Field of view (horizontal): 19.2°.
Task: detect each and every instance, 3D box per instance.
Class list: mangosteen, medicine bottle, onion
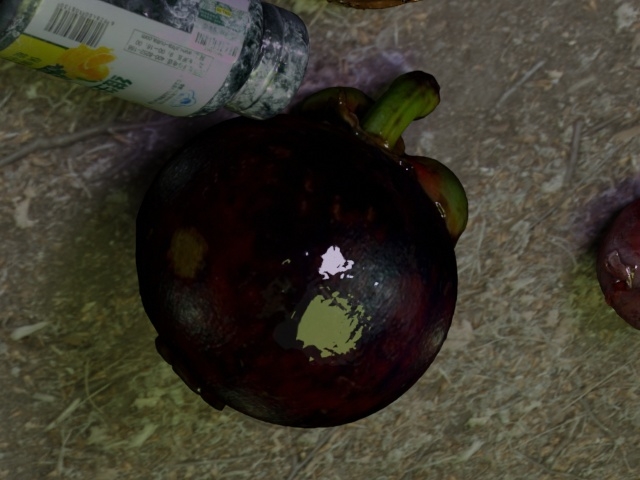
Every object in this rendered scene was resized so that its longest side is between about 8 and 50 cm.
[{"bbox_3d":[0.000,0.000,1.723,0.359,0.306,0.306,-46,134,5],"label":"mangosteen"},{"bbox_3d":[-0.150,-0.187,1.579,0.293,0.141,0.141,16,123,-36],"label":"medicine bottle"},{"bbox_3d":[0.373,0.031,2.048,0.159,0.159,0.195,-21,166,-5],"label":"onion"}]

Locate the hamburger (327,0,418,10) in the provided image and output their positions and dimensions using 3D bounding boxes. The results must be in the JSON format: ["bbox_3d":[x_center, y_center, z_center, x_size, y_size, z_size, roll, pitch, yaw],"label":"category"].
[{"bbox_3d":[0.053,-0.296,1.601,0.231,0.107,0.231,-16,134,-17],"label":"hamburger"}]
